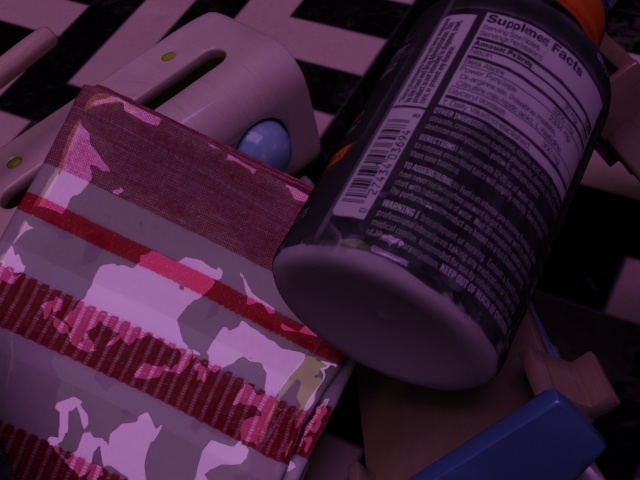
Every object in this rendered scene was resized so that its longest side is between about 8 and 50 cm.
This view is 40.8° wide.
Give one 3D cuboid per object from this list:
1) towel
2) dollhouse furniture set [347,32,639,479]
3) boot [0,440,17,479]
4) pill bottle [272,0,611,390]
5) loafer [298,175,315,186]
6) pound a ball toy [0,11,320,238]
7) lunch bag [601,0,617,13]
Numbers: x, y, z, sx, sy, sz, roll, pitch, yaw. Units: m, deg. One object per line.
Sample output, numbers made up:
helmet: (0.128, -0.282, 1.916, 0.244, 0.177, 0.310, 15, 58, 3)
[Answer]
towel: (-0.113, 0.090, 0.519, 0.237, 0.037, 0.329, 25, 77, 2)
dollhouse furniture set: (0.162, 0.070, 0.577, 0.303, 0.198, 0.286, -39, 26, 18)
boot: (-0.303, 0.178, 0.409, 0.367, 0.146, 0.445, -38, 75, -2)
pill bottle: (0.084, -0.050, 0.489, 0.130, 0.130, 0.246, 19, 62, 22)
loafer: (0.000, 0.000, 0.675, 0.039, 0.045, 0.125, -34, 46, 5)
pound a ball toy: (-0.155, -0.052, 0.629, 0.319, 0.208, 0.135, -40, 53, -22)
lunch bag: (0.243, -0.301, 0.835, 0.129, 0.096, 0.151, -44, 44, -20)
